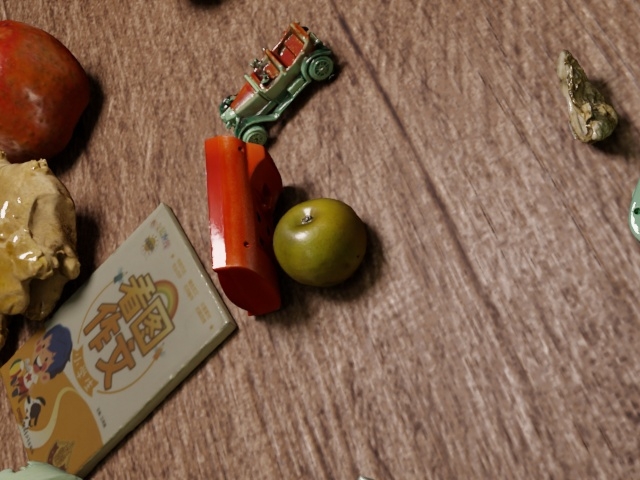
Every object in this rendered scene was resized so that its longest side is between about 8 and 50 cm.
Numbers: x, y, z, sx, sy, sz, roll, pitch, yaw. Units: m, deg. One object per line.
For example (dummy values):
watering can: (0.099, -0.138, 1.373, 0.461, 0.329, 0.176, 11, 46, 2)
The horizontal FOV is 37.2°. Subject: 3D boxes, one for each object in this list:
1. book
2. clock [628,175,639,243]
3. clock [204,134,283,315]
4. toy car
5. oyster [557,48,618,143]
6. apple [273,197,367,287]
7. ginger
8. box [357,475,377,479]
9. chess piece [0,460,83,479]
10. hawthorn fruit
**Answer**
book: (-0.235, 0.122, 1.056, 0.295, 0.020, 0.208, -45, 49, 11)
clock: (0.330, -0.042, 0.681, 0.189, 0.060, 0.148, 14, 78, 39)
clock: (-0.070, -0.013, 0.939, 0.061, 0.113, 0.155, -10, 61, 9)
toy car: (-0.052, -0.169, 1.032, 0.143, 0.054, 0.073, -44, 49, 10)
oyster: (0.226, -0.123, 0.796, 0.038, 0.081, 0.083, -11, 95, 8)
apple: (0.000, 0.000, 0.901, 0.090, 0.074, 0.089, -16, 43, 15)
ginger: (-0.425, 0.026, 1.208, 0.375, 0.166, 0.236, -18, 94, 56)
box: (0.127, 0.270, 0.574, 0.225, 0.225, 0.117, 30, 89, 42)
chess piece: (-0.205, 0.293, 0.854, 0.299, 0.195, 0.194, 8, 74, 48)
hawthorn fruit: (-0.401, -0.196, 1.210, 0.179, 0.200, 0.179, -14, 59, 25)
